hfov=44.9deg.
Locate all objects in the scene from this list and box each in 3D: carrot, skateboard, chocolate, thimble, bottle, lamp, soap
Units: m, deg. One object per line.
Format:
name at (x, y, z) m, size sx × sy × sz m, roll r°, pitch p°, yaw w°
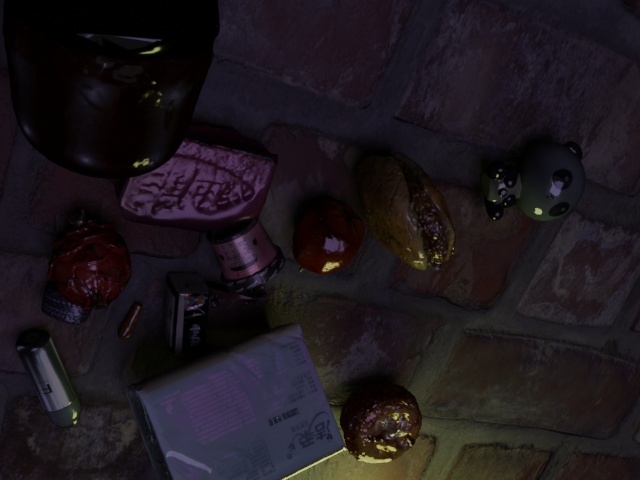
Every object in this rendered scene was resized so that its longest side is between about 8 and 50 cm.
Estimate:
carrot at (-0.438, 0.186, 1.784) m, size 0.032 × 0.032 × 0.093 m, roll 23°, pitch 102°, yaw -29°
skateboard at (-0.196, 0.111, 1.823) m, size 0.151 × 0.067 × 0.080 m, roll 2°, pitch 107°, yaw -28°
chocolate at (-0.364, -0.277, 1.372) m, size 0.383 × 0.384 × 0.331 m, roll -5°, pitch 124°, yaw -18°
thimble at (-0.546, 0.133, 1.680) m, size 0.104 × 0.095 × 0.066 m, roll 20°, pitch 102°, yaw 9°
bottle at (-0.620, 0.318, 1.762) m, size 0.096 × 0.079 × 0.254 m, roll 2°, pitch 124°, yaw 22°
lamp at (0.520, -0.141, 1.884) m, size 0.243 × 0.198 × 0.198 m, roll -7°, pitch 120°, yaw -7°
soap at (-0.269, -0.134, 1.616) m, size 0.324 × 0.127 × 0.220 m, roll 11°, pitch 111°, yaw -25°

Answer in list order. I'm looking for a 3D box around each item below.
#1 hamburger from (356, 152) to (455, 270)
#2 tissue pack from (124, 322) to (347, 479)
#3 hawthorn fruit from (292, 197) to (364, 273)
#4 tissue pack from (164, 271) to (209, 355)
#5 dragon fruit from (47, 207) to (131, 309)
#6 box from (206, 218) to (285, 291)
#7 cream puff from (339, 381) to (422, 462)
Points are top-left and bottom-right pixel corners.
hamburger at (0.184, -0.063, 1.730) m, size 0.144 × 0.283 × 0.260 m, roll -26°, pitch 119°, yaw -16°
tissue pack at (-0.195, 0.409, 1.769) m, size 0.404 × 0.205 × 0.332 m, roll -19°, pitch 86°, yaw -28°
hawthorn fruit at (0.009, -0.011, 1.773) m, size 0.173 × 0.179 × 0.174 m, roll 8°, pitch 76°, yaw -35°
tissue pack at (-0.308, 0.168, 1.779) m, size 0.090 × 0.103 × 0.170 m, roll -3°, pitch 119°, yaw -25°
dragon fruit at (-0.478, 0.050, 1.604) m, size 0.172 × 0.210 × 0.172 m, roll -9°, pitch 162°, yaw -3°
box at (-0.172, 0.019, 1.728) m, size 0.151 × 0.151 × 0.135 m, roll -27°, pitch 115°, yaw -5°
cream puff at (0.158, 0.491, 2.101) m, size 0.240 × 0.164 × 0.240 m, roll -9°, pitch 109°, yaw -28°
